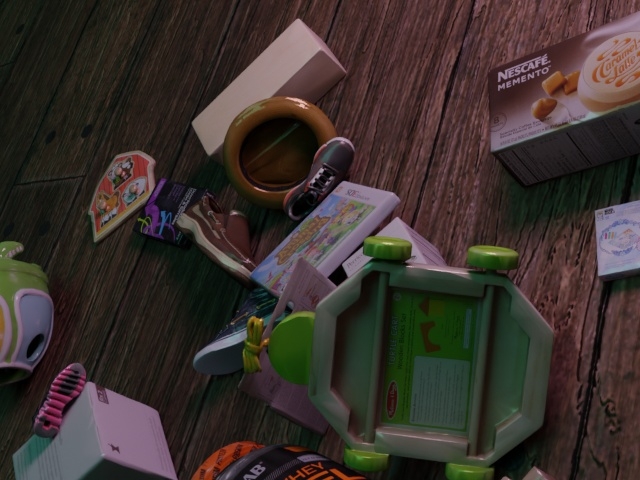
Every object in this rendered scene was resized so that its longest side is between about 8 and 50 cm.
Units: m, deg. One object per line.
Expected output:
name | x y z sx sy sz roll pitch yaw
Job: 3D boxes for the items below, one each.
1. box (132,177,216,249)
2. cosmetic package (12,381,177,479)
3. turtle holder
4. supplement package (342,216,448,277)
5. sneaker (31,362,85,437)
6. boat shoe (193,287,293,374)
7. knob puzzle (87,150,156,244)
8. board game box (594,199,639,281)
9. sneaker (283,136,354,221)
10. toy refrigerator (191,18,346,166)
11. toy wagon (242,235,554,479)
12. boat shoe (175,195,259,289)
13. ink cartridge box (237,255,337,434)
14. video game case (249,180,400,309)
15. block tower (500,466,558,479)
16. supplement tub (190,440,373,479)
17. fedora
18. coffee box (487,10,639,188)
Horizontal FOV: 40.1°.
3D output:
box | -0.273 -0.052 1.625 0.162 0.029 0.116 14 74 45
cosmetic package | -0.345 0.347 1.335 0.183 0.151 0.151 -43 43 12
turtle holder | -0.618 0.139 1.623 0.320 0.243 0.227 126 132 -61
supplement package | 0.122 0.078 1.126 0.105 0.105 0.179 -42 43 14
sneaker | -0.399 0.235 1.319 0.119 0.047 0.057 -60 28 -10
boat shoe | -0.117 0.137 1.341 0.183 0.065 0.083 -29 41 19
knob puzzle | -0.414 -0.112 1.791 0.213 0.030 0.213 -23 50 30
board game box | 0.368 -0.003 1.021 0.090 0.020 0.090 -14 54 35
sneaker | 0.001 -0.088 1.366 0.158 0.061 0.065 -54 14 17
toy refrigerator | -0.091 -0.249 1.546 0.269 0.094 0.102 -42 50 13
toy wagon | 0.084 0.130 1.002 0.344 0.068 0.267 6 97 8
boat shoe | -0.156 -0.010 1.447 0.095 0.095 0.257 -49 41 -4
ink cartridge box | -0.027 0.136 1.133 0.056 0.224 0.181 15 73 36
video game case | 0.000 0.000 1.270 0.212 0.023 0.193 -45 20 -8
block tower | 0.286 0.350 0.810 0.091 0.097 0.335 -51 43 4
supplement tub | 0.001 0.356 0.978 0.338 0.207 0.207 13 73 45
fedora | -0.062 -0.146 1.432 0.194 0.194 0.079 -41 7 14
coffee box | 0.343 -0.178 1.100 0.246 0.098 0.141 -16 54 34
